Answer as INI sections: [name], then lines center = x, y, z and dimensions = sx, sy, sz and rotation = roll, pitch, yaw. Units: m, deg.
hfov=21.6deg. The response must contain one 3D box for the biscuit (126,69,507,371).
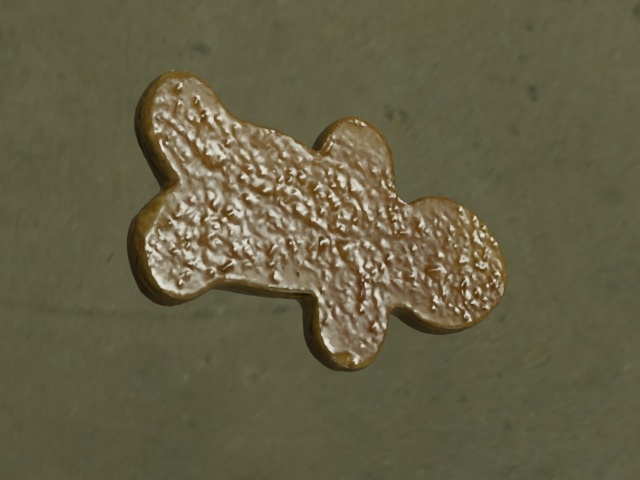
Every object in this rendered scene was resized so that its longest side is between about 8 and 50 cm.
[biscuit]
center = -0.001, 0.000, 1.731
dimensions = 0.432, 0.064, 0.283
rotation = 14, 64, -26
